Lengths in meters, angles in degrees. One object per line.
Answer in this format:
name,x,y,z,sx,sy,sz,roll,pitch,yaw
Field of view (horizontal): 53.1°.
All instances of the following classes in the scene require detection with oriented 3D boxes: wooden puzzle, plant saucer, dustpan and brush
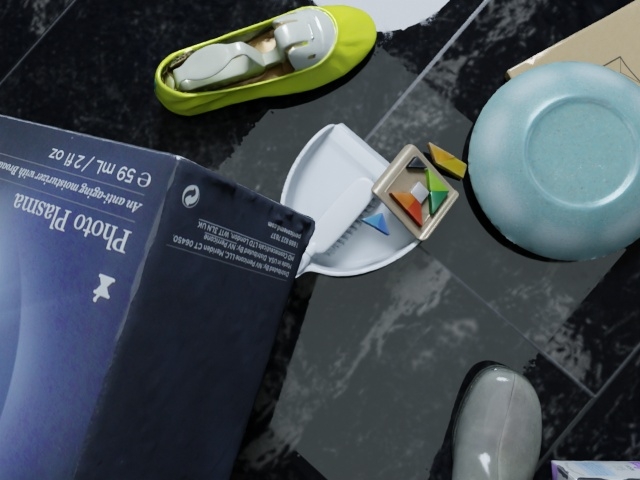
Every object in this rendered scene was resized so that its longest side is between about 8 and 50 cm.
wooden puzzle,0.092,-0.047,0.610,0.078,0.014,0.116,37,71,-13
plant saucer,0.239,-0.079,0.599,0.194,0.037,0.195,0,86,4
dustpan and brush,0.000,0.000,0.613,0.147,0.060,0.211,41,88,5

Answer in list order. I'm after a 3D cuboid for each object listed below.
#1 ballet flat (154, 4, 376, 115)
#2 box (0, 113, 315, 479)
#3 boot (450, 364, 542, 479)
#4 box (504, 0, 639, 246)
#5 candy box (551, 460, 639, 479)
ballet flat,-0.054,-0.179,0.623,0.230,0.077,0.077,-18,84,1
box,-0.204,0.071,0.508,0.296,0.182,0.294,15,86,31
boot,0.150,0.236,0.535,0.083,0.161,0.247,15,86,4
box,0.302,-0.119,0.628,0.164,0.021,0.201,-29,84,0
candy box,0.314,0.286,0.569,0.196,0.070,0.165,0,86,2
